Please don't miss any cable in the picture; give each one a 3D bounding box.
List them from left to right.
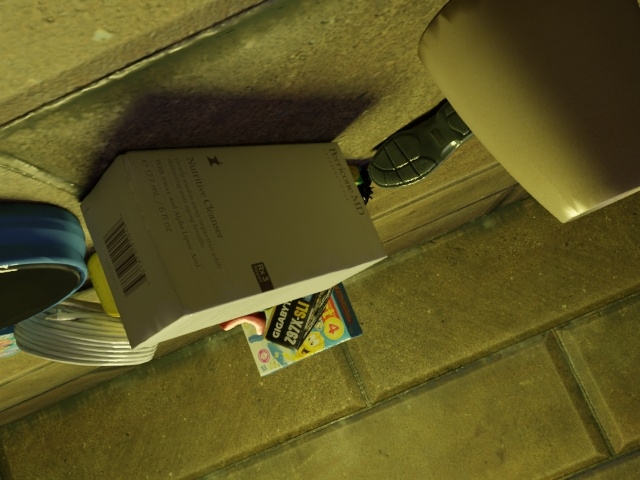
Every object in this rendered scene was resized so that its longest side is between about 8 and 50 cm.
[{"bbox_3d":[-0.422,0.166,1.105,0.257,0.089,0.257,15,175,-27],"label":"cable"}]

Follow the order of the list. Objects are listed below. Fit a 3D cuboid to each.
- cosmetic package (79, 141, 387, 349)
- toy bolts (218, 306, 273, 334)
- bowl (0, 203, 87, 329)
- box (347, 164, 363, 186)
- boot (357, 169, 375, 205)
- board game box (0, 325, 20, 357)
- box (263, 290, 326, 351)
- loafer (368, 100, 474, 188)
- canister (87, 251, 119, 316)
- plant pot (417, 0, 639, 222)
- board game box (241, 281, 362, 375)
[{"bbox_3d":[-0.105,-0.011,0.853,0.385,0.217,0.156,-16,168,-46],"label":"cosmetic package"},{"bbox_3d":[-0.166,0.049,1.168,0.218,0.228,0.158,9,125,-33],"label":"toy bolts"},{"bbox_3d":[-0.496,0.071,0.776,0.391,0.077,0.391,-23,171,-4],"label":"bowl"},{"bbox_3d":[0.003,-0.101,1.126,0.105,0.043,0.179,-29,171,34],"label":"box"},{"bbox_3d":[0.059,-0.084,1.207,0.121,0.045,0.099,-36,-158,33],"label":"boot"},{"bbox_3d":[-0.637,0.193,1.198,0.210,0.047,0.160,-29,170,28],"label":"board game box"},{"bbox_3d":[-0.007,0.059,1.245,0.079,0.257,0.322,19,-169,7],"label":"box"},{"bbox_3d":[0.204,-0.175,1.060,0.267,0.096,0.084,-33,172,38],"label":"loafer"},{"bbox_3d":[-0.329,0.078,1.071,0.073,0.126,0.170,-28,168,7],"label":"canister"},{"bbox_3d":[0.291,-0.170,0.725,0.256,0.274,0.256,-22,170,-4],"label":"plant pot"},{"bbox_3d":[-0.081,0.176,1.657,0.302,0.308,0.086,-28,168,24],"label":"board game box"}]
